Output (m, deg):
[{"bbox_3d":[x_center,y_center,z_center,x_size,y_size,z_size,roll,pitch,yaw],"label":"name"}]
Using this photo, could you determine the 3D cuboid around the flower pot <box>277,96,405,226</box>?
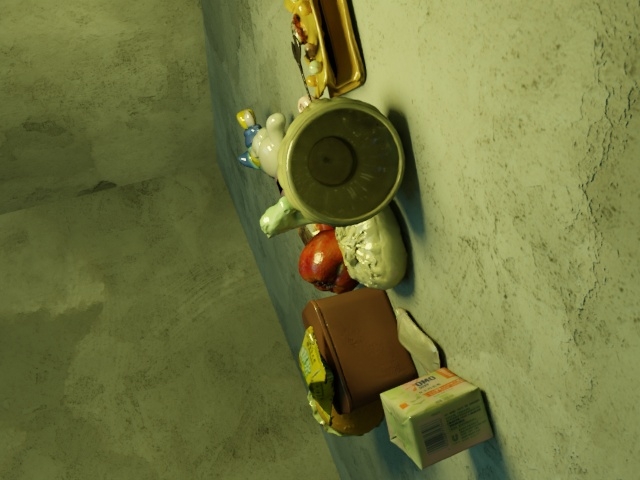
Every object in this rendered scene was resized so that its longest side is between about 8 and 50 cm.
[{"bbox_3d":[0.035,-0.193,1.441,0.244,0.308,0.307,-141,37,-74],"label":"flower pot"}]

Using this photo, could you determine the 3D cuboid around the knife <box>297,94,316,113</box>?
[{"bbox_3d":[0.058,-0.290,1.623,0.336,0.043,0.081,45,149,21],"label":"knife"}]

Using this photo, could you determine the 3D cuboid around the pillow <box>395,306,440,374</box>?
[{"bbox_3d":[0.261,0.276,1.597,0.232,0.038,0.130,-133,34,-58],"label":"pillow"}]

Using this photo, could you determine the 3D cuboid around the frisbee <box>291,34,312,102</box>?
[{"bbox_3d":[-0.048,-0.454,1.588,0.211,0.012,0.187,-113,6,-72],"label":"frisbee"}]

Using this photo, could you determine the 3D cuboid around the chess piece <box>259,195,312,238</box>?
[{"bbox_3d":[-0.037,-0.093,1.769,0.176,0.298,0.175,164,90,-77],"label":"chess piece"}]

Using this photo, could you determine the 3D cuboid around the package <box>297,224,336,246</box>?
[{"bbox_3d":[-0.004,-0.006,2.077,0.223,0.108,0.288,58,159,7],"label":"package"}]

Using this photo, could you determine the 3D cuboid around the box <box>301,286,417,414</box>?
[{"bbox_3d":[0.114,0.326,1.804,0.239,0.229,0.339,119,133,-68],"label":"box"}]

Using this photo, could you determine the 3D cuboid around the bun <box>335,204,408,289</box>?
[{"bbox_3d":[0.118,0.001,1.611,0.287,0.146,0.287,163,90,-74],"label":"bun"}]

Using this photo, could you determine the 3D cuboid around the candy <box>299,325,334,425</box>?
[{"bbox_3d":[-0.009,0.399,1.721,0.297,0.081,0.187,89,160,-44],"label":"candy"}]

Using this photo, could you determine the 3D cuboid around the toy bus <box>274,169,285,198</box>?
[{"bbox_3d":[-0.075,-0.199,2.101,0.142,0.142,0.202,124,129,-71],"label":"toy bus"}]

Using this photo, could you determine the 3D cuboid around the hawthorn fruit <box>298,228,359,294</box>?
[{"bbox_3d":[0.051,0.038,1.852,0.207,0.207,0.243,111,180,-66],"label":"hawthorn fruit"}]

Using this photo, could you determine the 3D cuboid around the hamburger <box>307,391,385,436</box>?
[{"bbox_3d":[0.095,0.532,2.005,0.212,0.274,0.274,134,119,-80],"label":"hamburger"}]

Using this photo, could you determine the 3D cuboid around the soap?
[{"bbox_3d":[0.269,0.414,1.407,0.182,0.199,0.138,-170,62,-74],"label":"soap"}]

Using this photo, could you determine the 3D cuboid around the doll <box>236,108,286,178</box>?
[{"bbox_3d":[-0.194,-0.358,2.345,0.365,0.187,0.376,38,131,47],"label":"doll"}]

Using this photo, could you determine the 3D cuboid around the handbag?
[{"bbox_3d":[-0.017,-0.579,1.565,0.283,0.133,0.401,-146,39,-79],"label":"handbag"}]
